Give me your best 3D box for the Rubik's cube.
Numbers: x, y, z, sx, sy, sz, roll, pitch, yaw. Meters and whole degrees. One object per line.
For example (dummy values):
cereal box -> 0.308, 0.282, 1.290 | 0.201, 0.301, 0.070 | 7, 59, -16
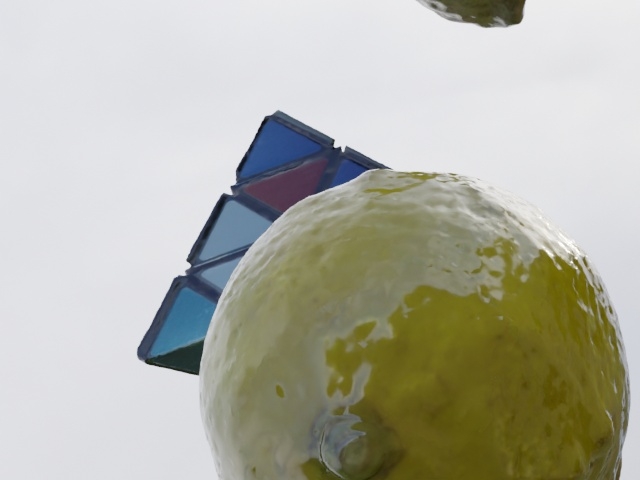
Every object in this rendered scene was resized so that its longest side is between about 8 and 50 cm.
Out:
Rubik's cube -> 0.000, 0.000, 1.359 | 0.284, 0.234, 0.250 | -23, -31, 7

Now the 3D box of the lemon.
lemon -> 0.053, 0.075, 0.877 | 0.233, 0.233, 0.288 | -56, -10, 12

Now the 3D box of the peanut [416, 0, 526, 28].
peanut -> 0.075, -0.302, 1.312 | 0.143, 0.291, 0.159 | -26, 31, 49
